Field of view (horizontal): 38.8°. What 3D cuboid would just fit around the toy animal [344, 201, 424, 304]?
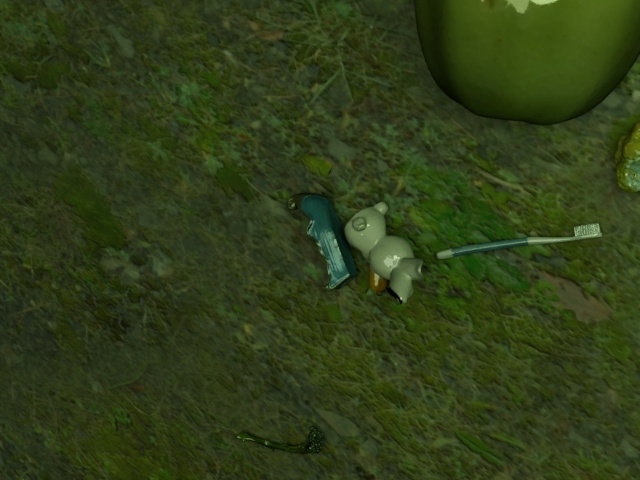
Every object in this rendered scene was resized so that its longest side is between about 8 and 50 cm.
[{"bbox_3d":[0.109,0.037,1.546,0.131,0.127,0.181,-47,68,18],"label":"toy animal"}]

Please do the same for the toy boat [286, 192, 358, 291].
[{"bbox_3d":[0.000,0.000,1.611,0.077,0.075,0.185,-20,88,18],"label":"toy boat"}]

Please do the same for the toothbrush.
[{"bbox_3d":[0.321,0.001,1.496,0.276,0.019,0.025,-9,90,26],"label":"toothbrush"}]

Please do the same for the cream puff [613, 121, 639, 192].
[{"bbox_3d":[0.500,-0.128,1.332,0.156,0.156,0.121,27,79,18],"label":"cream puff"}]

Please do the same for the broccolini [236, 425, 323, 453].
[{"bbox_3d":[-0.074,0.391,1.738,0.194,0.054,0.052,-8,115,27],"label":"broccolini"}]

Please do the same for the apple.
[{"bbox_3d":[0.298,-0.332,1.268,0.357,0.357,0.357,5,101,24],"label":"apple"}]
